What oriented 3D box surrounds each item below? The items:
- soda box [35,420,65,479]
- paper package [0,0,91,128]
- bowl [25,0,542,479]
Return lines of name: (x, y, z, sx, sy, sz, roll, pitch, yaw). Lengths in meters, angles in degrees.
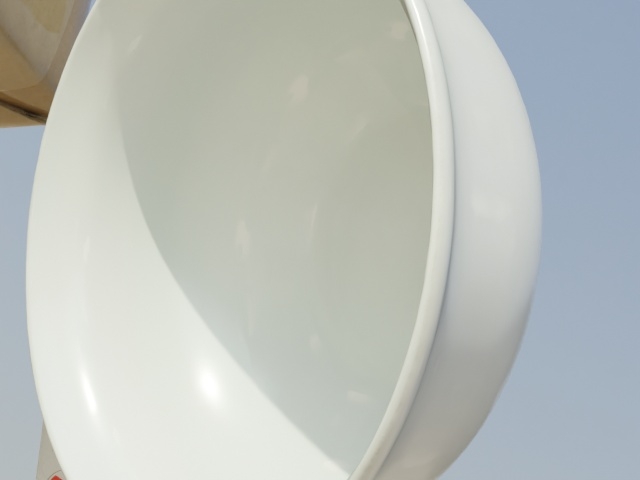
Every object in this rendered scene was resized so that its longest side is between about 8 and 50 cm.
soda box: (-0.163, 0.145, 1.321, 0.074, 0.069, 0.216, 17, -60, 9)
paper package: (-0.305, -0.246, 1.220, 0.309, 0.325, 0.168, -3, -29, 19)
bowl: (0.000, 0.000, 0.780, 0.134, 0.298, 0.298, 8, -8, -39)
